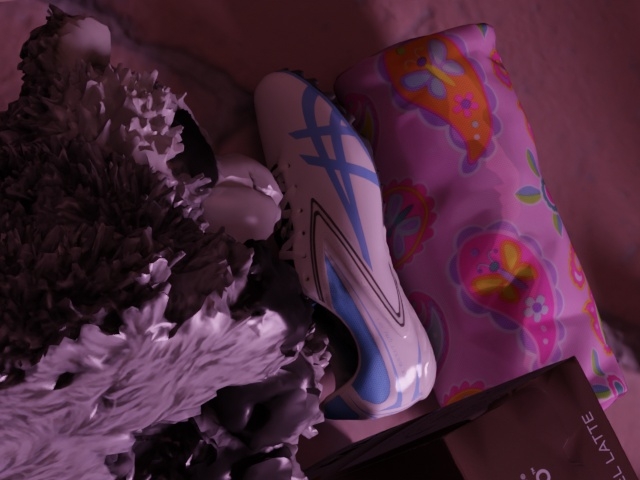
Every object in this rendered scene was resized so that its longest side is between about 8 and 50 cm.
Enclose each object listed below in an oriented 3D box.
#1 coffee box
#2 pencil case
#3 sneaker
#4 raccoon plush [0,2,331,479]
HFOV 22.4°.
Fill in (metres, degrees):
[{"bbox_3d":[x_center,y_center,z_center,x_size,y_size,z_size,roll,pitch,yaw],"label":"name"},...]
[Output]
[{"bbox_3d":[0.072,0.171,0.907,0.098,0.246,0.141,-26,85,-32],"label":"coffee box"},{"bbox_3d":[0.105,0.002,1.062,0.124,0.124,0.284,-16,81,-30],"label":"pencil case"},{"bbox_3d":[0.000,0.000,1.028,0.086,0.085,0.237,-15,77,-23],"label":"sneaker"},{"bbox_3d":[-0.199,0.006,0.774,0.446,0.216,0.299,7,34,-39],"label":"raccoon plush"}]
